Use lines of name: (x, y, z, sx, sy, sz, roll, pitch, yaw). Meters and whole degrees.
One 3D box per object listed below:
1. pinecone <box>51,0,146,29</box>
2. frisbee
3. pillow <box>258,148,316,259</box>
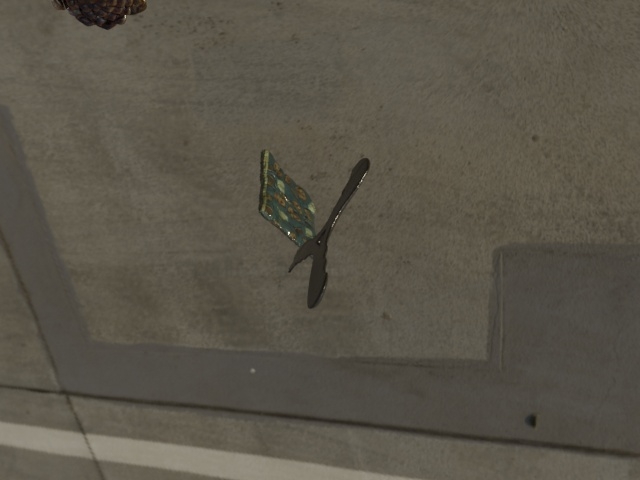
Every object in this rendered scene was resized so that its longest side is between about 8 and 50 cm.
pinecone: (-0.262, -0.327, 0.653, 0.140, 0.120, 0.140, -3, 140, -3)
frisbee: (0.000, 0.000, 0.722, 0.012, 0.211, 0.187, 27, 158, -14)
pillow: (-0.067, -0.076, 1.219, 0.034, 0.255, 0.189, -34, 124, 17)
